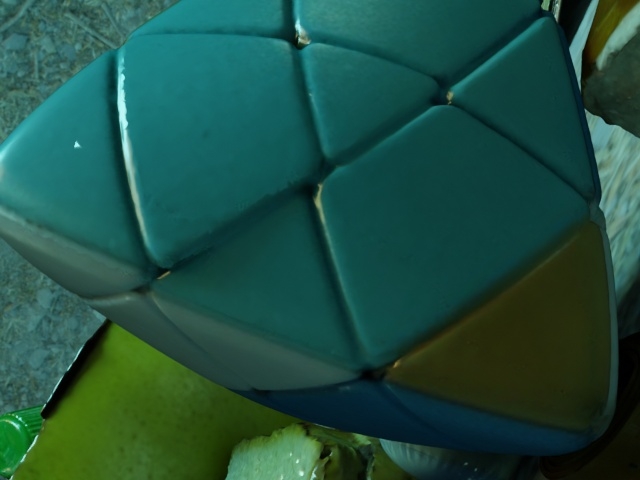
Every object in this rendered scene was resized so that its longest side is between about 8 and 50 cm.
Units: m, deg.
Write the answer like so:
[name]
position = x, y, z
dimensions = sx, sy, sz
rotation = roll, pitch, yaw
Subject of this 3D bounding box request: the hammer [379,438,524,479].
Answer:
[hammer]
position = 0.073, 0.065, 0.821
dimensions = 0.194, 0.069, 0.116
rotation = 107, -174, -86

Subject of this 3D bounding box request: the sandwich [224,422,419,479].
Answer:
[sandwich]
position = -0.029, 0.229, 0.848
dimensions = 0.249, 0.095, 0.273
rotation = 140, 153, -73

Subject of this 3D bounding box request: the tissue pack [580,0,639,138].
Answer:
[tissue pack]
position = 0.186, -0.159, 0.615
dimensions = 0.183, 0.092, 0.226
rotation = 126, 165, -56

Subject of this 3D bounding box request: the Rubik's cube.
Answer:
[Rubik's cube]
position = 0.000, 0.000, 0.606
dimensions = 0.254, 0.254, 0.254
rotation = -63, 8, 16

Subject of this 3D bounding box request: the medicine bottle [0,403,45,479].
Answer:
[medicine bottle]
position = -0.144, 0.149, 1.357
dimensions = 0.111, 0.076, 0.309
rotation = -44, -21, 32

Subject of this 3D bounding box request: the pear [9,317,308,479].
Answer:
[pear]
position = -0.115, 0.213, 1.100
dimensions = 0.386, 0.191, 0.340
rotation = -59, -3, 24

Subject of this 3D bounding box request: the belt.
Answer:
[belt]
position = 0.113, 0.065, 0.609
dimensions = 0.083, 0.036, 0.059
rotation = -50, 16, 56

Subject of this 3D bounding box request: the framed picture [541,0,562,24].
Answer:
[framed picture]
position = 0.146, -0.201, 1.116
dimensions = 0.195, 0.010, 0.199
rotation = -120, 38, -81
